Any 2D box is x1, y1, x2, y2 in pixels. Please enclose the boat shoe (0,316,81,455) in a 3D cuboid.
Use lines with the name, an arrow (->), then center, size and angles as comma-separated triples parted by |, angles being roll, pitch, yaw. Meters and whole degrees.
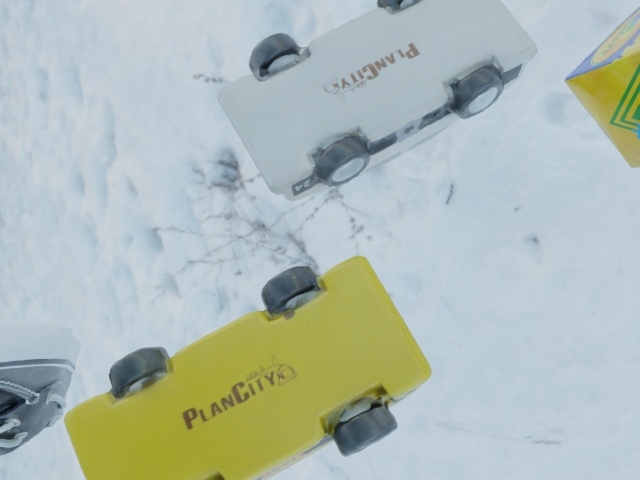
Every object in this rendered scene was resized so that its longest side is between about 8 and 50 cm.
boat shoe -> -0.251, 0.115, 0.544 | 0.301, 0.108, 0.102 | 137, 139, -72

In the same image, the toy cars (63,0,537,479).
toy cars -> 0.000, 0.000, 0.430 | 0.176, 0.394, 0.087 | 18, 163, 11

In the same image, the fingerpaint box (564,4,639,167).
fingerpaint box -> 0.553, -0.297, 0.764 | 0.163, 0.445, 0.371 | 48, 170, -9
